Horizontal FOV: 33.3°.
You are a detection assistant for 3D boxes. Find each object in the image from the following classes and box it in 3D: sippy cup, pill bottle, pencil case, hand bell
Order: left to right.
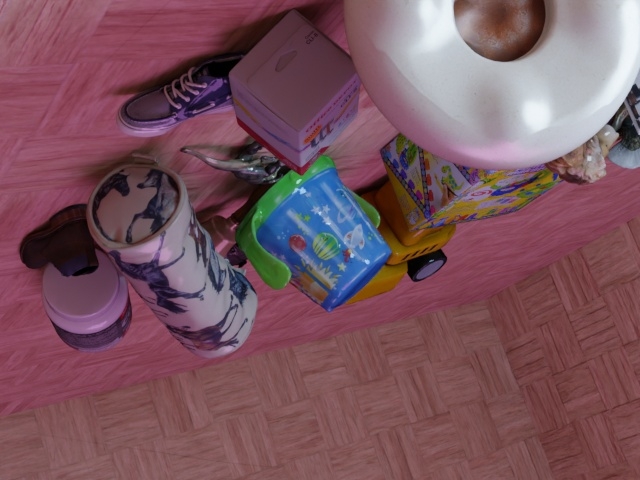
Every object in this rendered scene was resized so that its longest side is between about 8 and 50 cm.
[{"bbox_3d":[-0.450,0.114,2.065,0.161,0.161,0.283,-17,166,-12],"label":"pill bottle"},{"bbox_3d":[-0.236,0.032,1.778,0.160,0.183,0.410,-4,148,15],"label":"pencil case"},{"bbox_3d":[-0.152,-0.045,2.037,0.242,0.126,0.126,-38,160,23],"label":"hand bell"},{"bbox_3d":[0.000,0.000,1.968,0.305,0.224,0.240,-40,169,-19],"label":"sippy cup"}]

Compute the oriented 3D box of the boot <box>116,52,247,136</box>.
[{"bbox_3d":[-0.183,-0.202,1.437,0.190,0.069,0.086,-22,162,-25],"label":"boot"}]

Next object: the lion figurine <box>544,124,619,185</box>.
[{"bbox_3d":[0.374,-0.224,1.734,0.142,0.240,0.392,-24,165,18],"label":"lion figurine"}]

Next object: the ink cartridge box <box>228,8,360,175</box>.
[{"bbox_3d":[-0.032,-0.195,1.438,0.128,0.127,0.176,-47,170,-11],"label":"ink cartridge box"}]

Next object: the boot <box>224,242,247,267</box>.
[{"bbox_3d":[-0.233,0.032,2.251,0.229,0.091,0.263,-28,169,12],"label":"boot"}]

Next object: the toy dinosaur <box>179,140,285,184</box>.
[{"bbox_3d":[-0.111,-0.134,1.800,0.118,0.064,0.268,-19,165,24],"label":"toy dinosaur"}]

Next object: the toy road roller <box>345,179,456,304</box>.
[{"bbox_3d":[0.142,-0.030,2.281,0.329,0.202,0.240,-17,155,-31],"label":"toy road roller"}]

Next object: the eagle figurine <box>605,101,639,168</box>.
[{"bbox_3d":[0.646,-0.254,2.126,0.225,0.226,0.298,-45,154,15],"label":"eagle figurine"}]

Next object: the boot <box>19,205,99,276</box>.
[{"bbox_3d":[-0.454,0.031,1.851,0.082,0.106,0.219,-7,161,-41],"label":"boot"}]

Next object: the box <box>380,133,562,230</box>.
[{"bbox_3d":[0.322,-0.166,2.021,0.290,0.177,0.279,-10,163,-33],"label":"box"}]

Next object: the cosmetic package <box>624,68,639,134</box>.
[{"bbox_3d":[0.497,-0.289,1.654,0.099,0.239,0.060,-30,163,35],"label":"cosmetic package"}]

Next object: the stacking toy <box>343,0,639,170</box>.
[{"bbox_3d":[0.159,-0.259,1.366,0.350,0.350,0.480,-17,-175,-10],"label":"stacking toy"}]
